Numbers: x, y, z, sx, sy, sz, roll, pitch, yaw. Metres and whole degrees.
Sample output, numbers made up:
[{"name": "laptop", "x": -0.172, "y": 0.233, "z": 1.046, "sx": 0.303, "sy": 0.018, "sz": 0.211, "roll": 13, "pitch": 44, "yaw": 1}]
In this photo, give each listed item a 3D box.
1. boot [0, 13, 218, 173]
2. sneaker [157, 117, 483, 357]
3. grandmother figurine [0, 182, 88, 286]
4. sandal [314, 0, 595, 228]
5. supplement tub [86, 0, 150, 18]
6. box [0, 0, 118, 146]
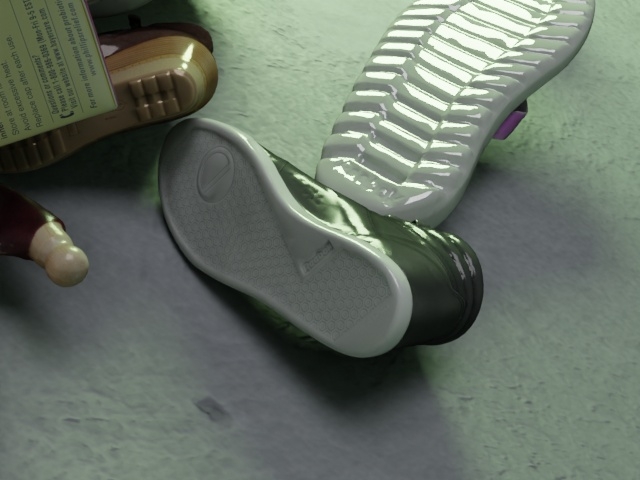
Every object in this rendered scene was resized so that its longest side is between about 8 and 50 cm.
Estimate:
[{"name": "boot", "x": -0.206, "y": -0.125, "z": 1.199, "sx": 0.248, "sy": 0.090, "sz": 0.207, "roll": -7, "pitch": 18, "yaw": -2}, {"name": "sneaker", "x": 0.000, "y": 0.001, "z": 1.125, "sx": 0.147, "sy": 0.104, "sz": 0.296, "roll": 8, "pitch": 22, "yaw": -48}, {"name": "grandmother figurine", "x": -0.257, "y": 0.012, "z": 0.964, "sx": 0.208, "sy": 0.104, "sz": 0.342, "roll": 2, "pitch": 40, "yaw": -15}, {"name": "sandal", "x": 0.114, "y": -0.121, "z": 1.337, "sx": 0.169, "sy": 0.102, "sz": 0.416, "roll": 20, "pitch": 46, "yaw": 25}, {"name": "supplement tub", "x": -0.178, "y": -0.325, "z": 1.285, "sx": 0.241, "sy": 0.241, "sz": 0.331, "roll": 27, "pitch": 25, "yaw": 9}, {"name": "box", "x": -0.285, "y": -0.148, "z": 1.002, "sx": 0.243, "sy": 0.117, "sz": 0.213, "roll": -19, "pitch": 39, "yaw": -8}]
